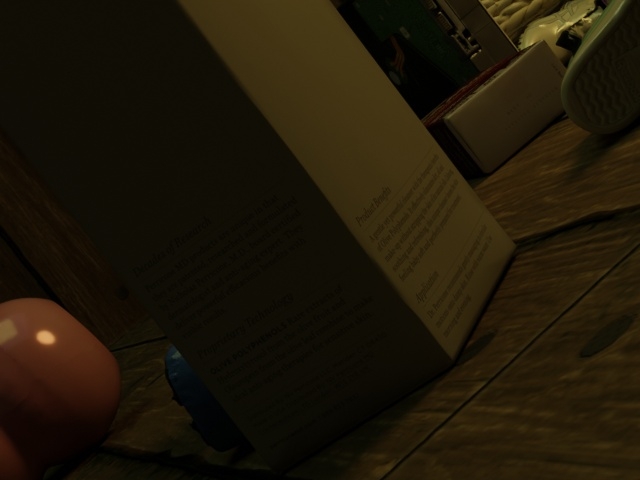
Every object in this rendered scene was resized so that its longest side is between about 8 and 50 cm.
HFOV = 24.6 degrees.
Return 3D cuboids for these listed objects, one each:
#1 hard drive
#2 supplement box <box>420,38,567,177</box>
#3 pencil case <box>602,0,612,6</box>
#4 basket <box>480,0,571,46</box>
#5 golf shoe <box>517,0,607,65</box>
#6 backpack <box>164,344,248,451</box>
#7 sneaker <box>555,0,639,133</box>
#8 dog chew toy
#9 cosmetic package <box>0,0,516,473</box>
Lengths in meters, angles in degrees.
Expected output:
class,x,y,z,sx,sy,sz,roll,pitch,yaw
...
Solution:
class,x,y,z,sx,sy,sz,roll,pitch,yaw
hard drive,0.129,-0.229,1.819,0.064,0.237,0.339,-40,4,-14
supplement box,0.173,-0.129,1.529,0.130,0.073,0.239,-39,4,-7
pencil case,0.422,-0.356,1.780,0.206,0.086,0.088,-41,38,-19
basket,0.295,-0.431,2.011,0.331,0.266,0.328,-35,-6,37
golf shoe,0.312,-0.262,1.803,0.176,0.069,0.086,-43,12,-32
backpack,-0.055,0.086,1.059,0.101,0.098,0.120,-33,6,21
sneaker,0.276,-0.197,1.136,0.256,0.094,0.151,-48,2,12
dog chew toy,-0.391,0.227,1.714,0.332,0.206,0.206,-47,7,-13
cosmetic package,-0.055,-0.070,0.914,0.155,0.365,0.197,-36,5,28
